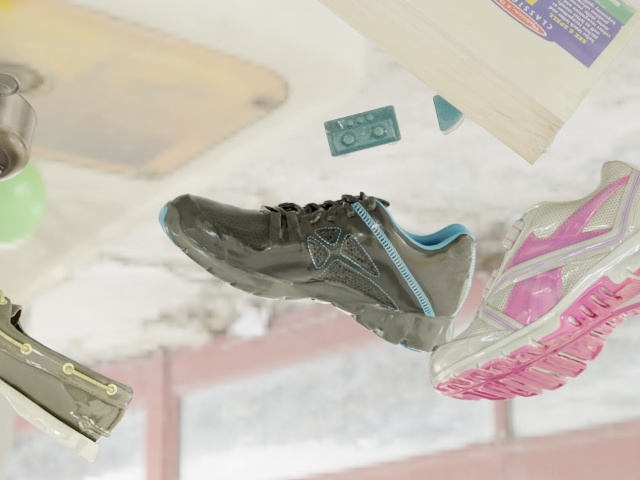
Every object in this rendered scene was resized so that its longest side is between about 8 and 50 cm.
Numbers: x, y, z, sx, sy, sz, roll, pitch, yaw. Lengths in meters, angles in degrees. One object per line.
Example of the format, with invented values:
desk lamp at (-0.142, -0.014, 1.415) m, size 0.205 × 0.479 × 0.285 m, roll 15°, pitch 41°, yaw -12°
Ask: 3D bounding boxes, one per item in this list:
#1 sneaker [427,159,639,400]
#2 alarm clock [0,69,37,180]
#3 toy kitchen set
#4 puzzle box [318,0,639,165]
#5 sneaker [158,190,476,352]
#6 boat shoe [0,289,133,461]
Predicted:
sneaker at (0.184, 0.033, 1.289) m, size 0.252 × 0.111 × 0.103 m, roll -36°, pitch 147°, yaw 15°
alarm clock at (-0.334, -0.113, 1.587) m, size 0.129 × 0.064 × 0.192 m, roll 19°, pitch 146°, yaw -21°
toy kitchen set at (0.069, -0.211, 1.839) m, size 0.166 × 0.207 × 0.122 m, roll -13°, pitch 177°, yaw 6°
puzzle box at (0.068, -0.249, 1.373) m, size 0.052 × 0.409 × 0.272 m, roll -54°, pitch 175°, yaw 34°
sneaker at (0.000, 0.000, 1.729) m, size 0.341 × 0.140 × 0.125 m, roll 18°, pitch -166°, yaw -16°
boat shoe at (-0.333, 0.105, 1.710) m, size 0.305 × 0.091 × 0.109 m, roll 37°, pitch 171°, yaw 2°
